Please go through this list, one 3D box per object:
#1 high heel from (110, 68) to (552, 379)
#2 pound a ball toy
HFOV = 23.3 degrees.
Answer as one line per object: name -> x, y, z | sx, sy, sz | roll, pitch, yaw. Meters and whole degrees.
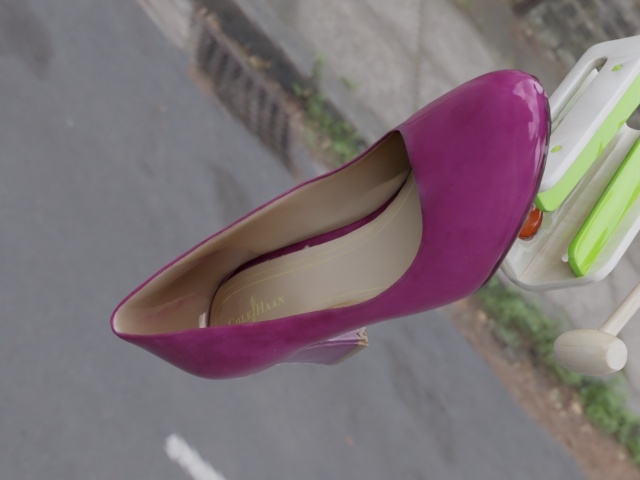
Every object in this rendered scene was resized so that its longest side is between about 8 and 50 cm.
high heel -> 0.000, 0.000, 1.056 | 0.181, 0.377, 0.127 | 4, 56, -28
pound a ball toy -> 0.273, -0.035, 1.592 | 0.319, 0.135, 0.208 | -50, 117, -36
